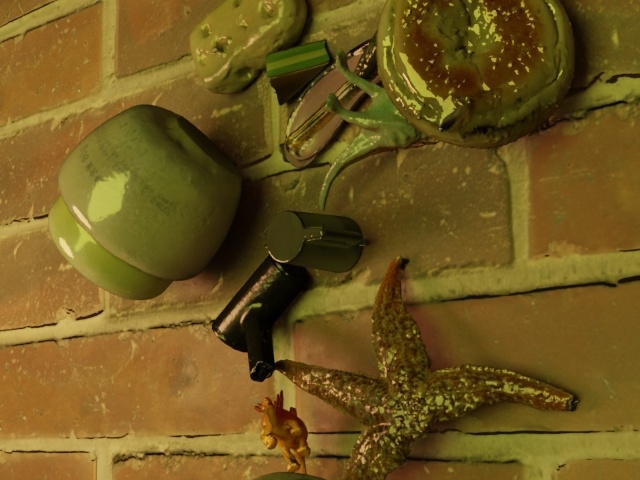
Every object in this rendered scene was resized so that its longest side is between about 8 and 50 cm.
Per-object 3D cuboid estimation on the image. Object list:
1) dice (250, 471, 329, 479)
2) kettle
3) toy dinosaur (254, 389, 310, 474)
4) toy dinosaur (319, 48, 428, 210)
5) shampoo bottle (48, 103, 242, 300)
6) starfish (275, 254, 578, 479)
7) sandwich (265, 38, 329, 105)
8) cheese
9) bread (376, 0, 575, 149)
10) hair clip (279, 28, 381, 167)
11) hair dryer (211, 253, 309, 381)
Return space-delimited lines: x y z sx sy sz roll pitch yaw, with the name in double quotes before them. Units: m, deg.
"dice" -0.031 0.552 1.587 0.304 0.277 0.304 31 120 32
"kettle" -0.003 0.005 1.765 0.127 0.148 0.098 34 106 38
"toy dinosaur" -0.057 0.310 1.730 0.070 0.288 0.117 -22 54 1
"toy dinosaur" 0.090 -0.200 1.717 0.205 0.092 0.393 26 108 -6
"shampoo bottle" -0.317 -0.076 1.935 0.317 0.322 0.322 -51 55 17
"starfish" 0.131 0.239 1.644 0.398 0.132 0.384 -51 51 20
"sandwich" -0.034 -0.304 1.915 0.116 0.074 0.074 -14 51 7
"cheese" -0.138 -0.392 1.974 0.263 0.093 0.159 -33 65 33
"bread" 0.226 -0.275 1.562 0.305 0.159 0.305 -1 78 7
"hair clip" 0.040 -0.262 1.826 0.110 0.095 0.359 49 128 1
"hair dryer" -0.099 0.153 1.816 0.197 0.089 0.251 -50 24 22
